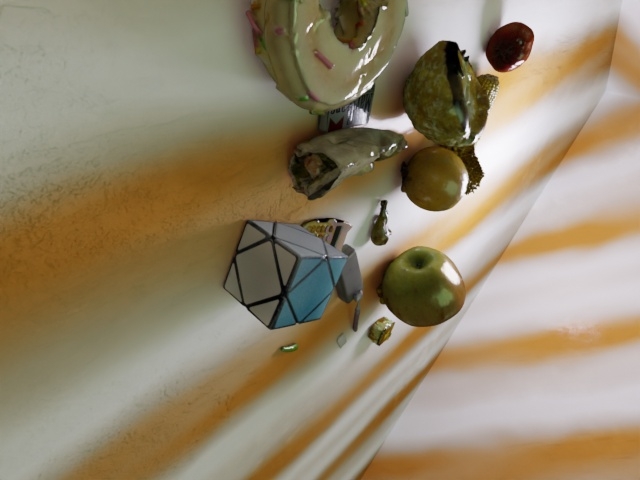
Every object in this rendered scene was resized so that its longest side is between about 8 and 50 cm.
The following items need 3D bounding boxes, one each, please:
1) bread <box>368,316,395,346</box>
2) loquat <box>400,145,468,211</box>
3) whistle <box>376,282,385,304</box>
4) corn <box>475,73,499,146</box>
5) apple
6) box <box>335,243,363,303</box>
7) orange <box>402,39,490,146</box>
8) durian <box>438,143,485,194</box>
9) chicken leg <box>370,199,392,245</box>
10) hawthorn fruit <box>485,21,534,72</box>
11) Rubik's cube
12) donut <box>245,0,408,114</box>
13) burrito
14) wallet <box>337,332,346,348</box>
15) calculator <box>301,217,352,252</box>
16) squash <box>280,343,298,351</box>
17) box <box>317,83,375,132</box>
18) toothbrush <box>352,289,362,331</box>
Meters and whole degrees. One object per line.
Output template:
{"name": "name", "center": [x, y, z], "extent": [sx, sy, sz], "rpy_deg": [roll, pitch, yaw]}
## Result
{"name": "bread", "center": [0.287, 0.435, 1.964], "extent": [0.140, 0.069, 0.127], "rpy_deg": [-24, 135, -45]}
{"name": "loquat", "center": [0.392, -0.214, 1.449], "extent": [0.244, 0.244, 0.244], "rpy_deg": [-32, 139, -33]}
{"name": "whistle", "center": [0.275, 0.230, 1.809], "extent": [0.057, 0.046, 0.109], "rpy_deg": [-34, 136, -9]}
{"name": "corn", "center": [0.603, -0.493, 1.600], "extent": [0.106, 0.106, 0.293], "rpy_deg": [-25, 137, -39]}
{"name": "apple", "center": [0.417, 0.181, 1.716], "extent": [0.338, 0.338, 0.305], "rpy_deg": [-46, 125, -17]}
{"name": "box", "center": [0.094, 0.123, 1.477], "extent": [0.103, 0.055, 0.243], "rpy_deg": [-43, 144, -22]}
{"name": "orange", "center": [0.369, -0.412, 1.240], "extent": [0.369, 0.210, 0.270], "rpy_deg": [8, 72, -56]}
{"name": "durian", "center": [0.516, -0.286, 1.568], "extent": [0.138, 0.183, 0.249], "rpy_deg": [-14, 83, -46]}
{"name": "chicken leg", "center": [0.225, -0.064, 1.494], "extent": [0.093, 0.070, 0.178], "rpy_deg": [-29, 127, -45]}
{"name": "hawthorn fruit", "center": [0.694, -0.703, 1.487], "extent": [0.194, 0.157, 0.157], "rpy_deg": [-38, 142, -23]}
{"name": "Rubik's cube", "center": [-0.091, 0.081, 1.071], "extent": [0.205, 0.207, 0.205], "rpy_deg": [3, 114, -52]}
{"name": "donut", "center": [0.020, -0.428, 0.850], "extent": [0.371, 0.150, 0.307], "rpy_deg": [-30, 138, -35]}
{"name": "burrito", "center": [0.076, -0.224, 1.086], "extent": [0.332, 0.135, 0.190], "rpy_deg": [-29, 173, -42]}
{"name": "wallet", "center": [0.091, 0.427, 1.758], "extent": [0.044, 0.011, 0.083], "rpy_deg": [-43, 143, -21]}
{"name": "calculator", "center": [0.000, 0.000, 1.281], "extent": [0.236, 0.033, 0.157], "rpy_deg": [-3, 120, -48]}
{"name": "squash", "center": [-0.109, 0.379, 1.452], "extent": [0.089, 0.027, 0.027], "rpy_deg": [3, 114, -51]}
{"name": "box", "center": [0.070, -0.351, 1.079], "extent": [0.177, 0.036, 0.115], "rpy_deg": [-24, 136, -40]}
{"name": "toothbrush", "center": [0.142, 0.290, 1.645], "extent": [0.029, 0.024, 0.354], "rpy_deg": [-35, 152, -21]}
